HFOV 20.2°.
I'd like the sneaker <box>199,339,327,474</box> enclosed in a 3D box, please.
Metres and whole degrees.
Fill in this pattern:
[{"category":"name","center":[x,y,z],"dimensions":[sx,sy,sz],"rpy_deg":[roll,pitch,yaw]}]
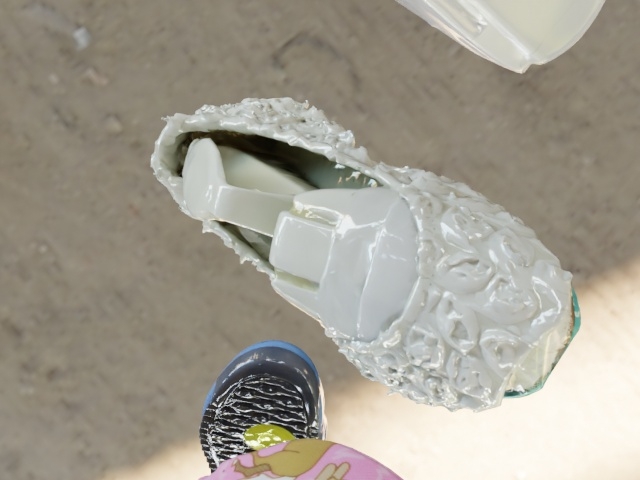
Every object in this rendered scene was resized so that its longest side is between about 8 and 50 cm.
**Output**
[{"category":"sneaker","center":[-0.029,0.105,1.073],"dimensions":[0.069,0.082,0.209],"rpy_deg":[9,145,5]}]

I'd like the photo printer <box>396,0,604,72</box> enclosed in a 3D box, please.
[{"category":"photo printer","center":[-0.003,-0.236,1.015],"dimensions":[0.256,0.107,0.307],"rpy_deg":[35,-176,-42]}]

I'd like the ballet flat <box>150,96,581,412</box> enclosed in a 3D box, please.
[{"category":"ballet flat","center":[0.000,0.000,1.183],"dimensions":[0.409,0.147,0.147],"rpy_deg":[32,143,56]}]

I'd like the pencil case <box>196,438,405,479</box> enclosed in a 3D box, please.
[{"category":"pencil case","center":[-0.072,0.227,0.799],"dimensions":[0.167,0.386,0.160],"rpy_deg":[-11,102,29]}]
